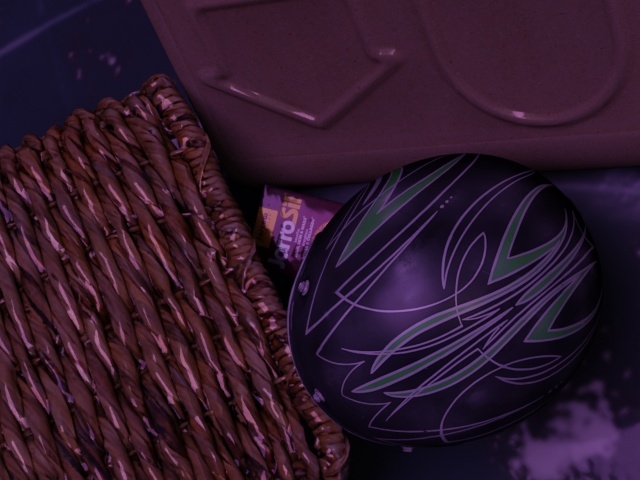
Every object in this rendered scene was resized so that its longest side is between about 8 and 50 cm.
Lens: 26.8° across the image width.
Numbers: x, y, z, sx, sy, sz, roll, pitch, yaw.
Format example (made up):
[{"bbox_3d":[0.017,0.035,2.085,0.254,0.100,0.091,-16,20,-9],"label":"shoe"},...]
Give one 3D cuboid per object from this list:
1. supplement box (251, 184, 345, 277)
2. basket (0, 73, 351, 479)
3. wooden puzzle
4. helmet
[{"bbox_3d":[0.000,0.000,0.853,0.083,0.043,0.055,13,91,5],"label":"supplement box"},{"bbox_3d":[-0.126,0.090,0.859,0.223,0.213,0.299,-25,68,-8],"label":"basket"},{"bbox_3d":[0.037,-0.172,0.742,0.322,0.348,0.080,-2,45,30],"label":"wooden puzzle"},{"bbox_3d":[0.069,0.033,0.737,0.169,0.161,0.169,3,107,9],"label":"helmet"}]
